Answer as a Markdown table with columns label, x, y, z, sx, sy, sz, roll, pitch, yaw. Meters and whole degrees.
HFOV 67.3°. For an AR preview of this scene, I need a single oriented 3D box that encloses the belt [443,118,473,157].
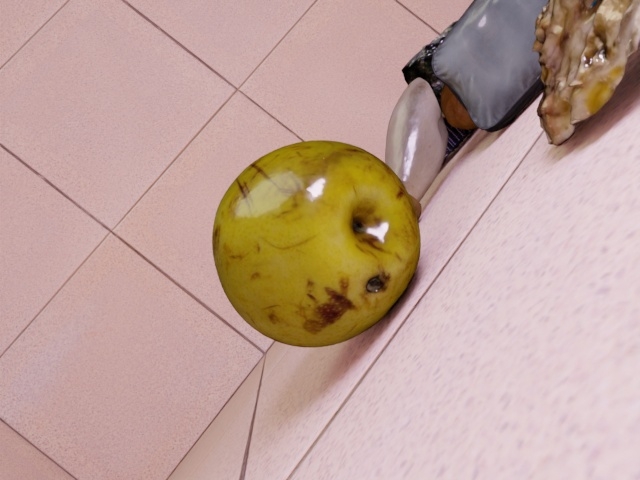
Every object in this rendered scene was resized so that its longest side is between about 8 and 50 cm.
| label | x | y | z | sx | sy | sz | roll | pitch | yaw |
| --- | --- | --- | --- | --- | --- | --- | --- | --- | --- |
| belt | 0.320 | -0.292 | 1.299 | 0.260 | 0.122 | 0.325 | -46 | 4 | 34 |

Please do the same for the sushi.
| label | x | y | z | sx | sy | sz | roll | pitch | yaw |
| --- | --- | --- | --- | --- | --- | --- | --- | --- | --- |
| sushi | 0.356 | -0.424 | 1.085 | 0.350 | 0.170 | 0.211 | -36 | 9 | -7 |

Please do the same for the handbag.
| label | x | y | z | sx | sy | sz | roll | pitch | yaw |
| --- | --- | --- | --- | --- | --- | --- | --- | --- | --- |
| handbag | 0.306 | -0.331 | 0.716 | 0.075 | 0.191 | 0.332 | -12 | -27 | -36 |

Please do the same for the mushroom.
| label | x | y | z | sx | sy | sz | roll | pitch | yaw |
| --- | --- | --- | --- | --- | --- | --- | --- | --- | --- |
| mushroom | 0.185 | -0.178 | 0.977 | 0.128 | 0.129 | 0.349 | 127 | 162 | -65 |

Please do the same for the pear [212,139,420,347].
| label | x | y | z | sx | sy | sz | roll | pitch | yaw |
| --- | --- | --- | --- | --- | --- | --- | --- | --- | --- |
| pear | 0.000 | 0.000 | 0.618 | 0.283 | 0.284 | 0.283 | -52 | -1 | -1 |

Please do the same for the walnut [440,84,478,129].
| label | x | y | z | sx | sy | sz | roll | pitch | yaw |
| --- | --- | --- | --- | --- | --- | --- | --- | --- | --- |
| walnut | 0.310 | -0.298 | 0.879 | 0.137 | 0.137 | 0.245 | -51 | -1 | -43 |

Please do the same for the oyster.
| label | x | y | z | sx | sy | sz | roll | pitch | yaw |
| --- | --- | --- | --- | --- | --- | --- | --- | --- | --- |
| oyster | 0.225 | -0.196 | 0.388 | 0.214 | 0.084 | 0.222 | 38 | -109 | -73 |
